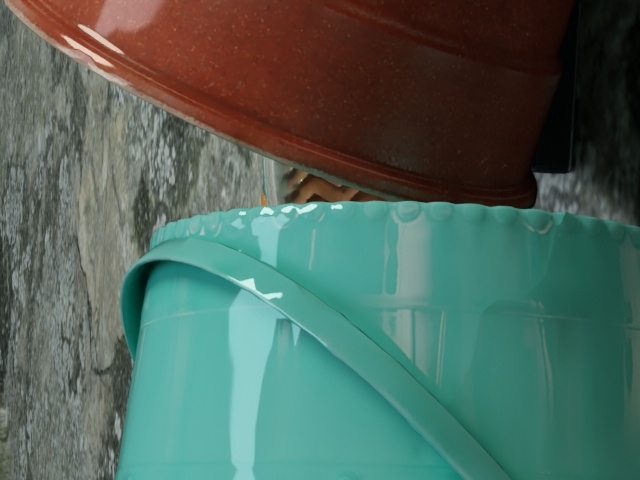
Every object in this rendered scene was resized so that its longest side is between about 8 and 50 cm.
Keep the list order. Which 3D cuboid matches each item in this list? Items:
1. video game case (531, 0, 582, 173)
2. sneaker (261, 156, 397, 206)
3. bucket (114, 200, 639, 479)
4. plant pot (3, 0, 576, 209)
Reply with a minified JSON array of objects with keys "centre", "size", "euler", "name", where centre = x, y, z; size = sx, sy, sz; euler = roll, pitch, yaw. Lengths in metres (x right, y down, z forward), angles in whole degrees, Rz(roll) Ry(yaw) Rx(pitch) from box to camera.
[{"centre":[0.095,-0.176,1.073],"size":[0.196,0.026,0.274],"euler":[-169,80,-72],"name":"video game case"},{"centre":[0.000,0.000,1.214],"size":[0.121,0.108,0.302],"euler":[-177,88,-68],"name":"sneaker"},{"centre":[0.038,0.094,0.838],"size":[0.281,0.281,0.183],"euler":[151,123,-70],"name":"bucket"},{"centre":[0.028,-0.188,0.898],"size":[0.265,0.272,0.272],"euler":[-66,23,15],"name":"plant pot"}]
